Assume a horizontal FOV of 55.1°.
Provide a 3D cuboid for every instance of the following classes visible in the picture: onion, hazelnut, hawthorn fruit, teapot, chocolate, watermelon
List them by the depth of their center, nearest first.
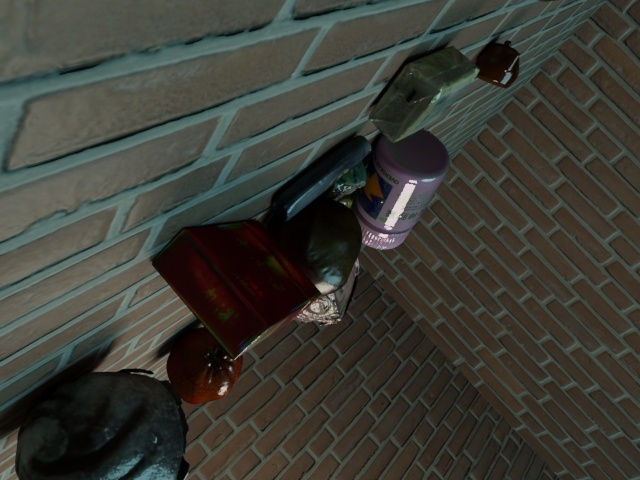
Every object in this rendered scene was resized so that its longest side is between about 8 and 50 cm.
[{"bbox_3d":[-0.412,0.360,1.084,0.303,0.303,0.213,-43,147,8],"label":"chocolate"},{"bbox_3d":[-0.020,0.005,1.310,0.229,0.229,0.229,-42,173,-6],"label":"hazelnut"},{"bbox_3d":[0.050,-0.129,1.396,0.139,0.071,0.187,-41,175,26],"label":"watermelon"},{"bbox_3d":[0.450,-0.451,1.546,0.116,0.116,0.173,-43,-160,4],"label":"teapot"},{"bbox_3d":[-0.321,0.343,1.659,0.205,0.205,0.253,-38,177,-35],"label":"hawthorn fruit"},{"bbox_3d":[-0.021,0.114,1.872,0.231,0.272,0.256,-2,-162,29],"label":"onion"}]

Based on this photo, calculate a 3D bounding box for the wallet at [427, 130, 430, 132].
[{"bbox_3d":[0.291,-0.287,1.926,0.129,0.026,0.088,-38,171,-33],"label":"wallet"}]

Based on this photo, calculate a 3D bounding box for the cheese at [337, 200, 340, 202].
[{"bbox_3d":[0.000,0.000,1.519,0.214,0.117,0.226,-53,153,-18],"label":"cheese"}]

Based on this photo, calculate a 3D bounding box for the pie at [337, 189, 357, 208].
[{"bbox_3d":[0.051,-0.081,1.736,0.240,0.054,0.240,-41,174,-5],"label":"pie"}]

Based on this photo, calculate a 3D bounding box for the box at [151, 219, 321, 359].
[{"bbox_3d":[-0.125,0.067,1.054,0.089,0.197,0.313,-44,173,13],"label":"box"}]

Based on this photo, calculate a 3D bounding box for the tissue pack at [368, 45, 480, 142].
[{"bbox_3d":[0.199,-0.282,1.172,0.196,0.092,0.148,-33,168,-48],"label":"tissue pack"}]

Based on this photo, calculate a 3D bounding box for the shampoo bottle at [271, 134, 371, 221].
[{"bbox_3d":[0.005,-0.126,1.209,0.234,0.049,0.087,-40,175,-20],"label":"shampoo bottle"}]

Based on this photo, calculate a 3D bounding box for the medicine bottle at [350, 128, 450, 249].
[{"bbox_3d":[0.185,-0.125,1.522,0.178,0.178,0.290,-38,162,-36],"label":"medicine bottle"}]
